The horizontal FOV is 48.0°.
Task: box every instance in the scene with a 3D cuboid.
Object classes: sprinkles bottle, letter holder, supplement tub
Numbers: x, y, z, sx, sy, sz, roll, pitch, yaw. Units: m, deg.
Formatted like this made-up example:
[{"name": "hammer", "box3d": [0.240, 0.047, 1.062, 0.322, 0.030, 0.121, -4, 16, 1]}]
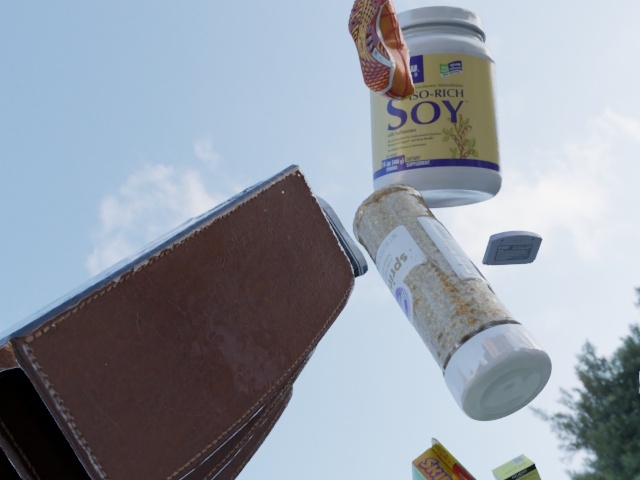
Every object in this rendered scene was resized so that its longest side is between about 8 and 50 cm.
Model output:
[{"name": "sprinkles bottle", "box3d": [0.160, 0.067, 0.955, 0.121, 0.355, 0.121, -12, -49, -15]}, {"name": "letter holder", "box3d": [-0.094, 0.106, 0.550, 0.152, 0.302, 0.215, -23, -80, 37]}, {"name": "supplement tub", "box3d": [0.212, -0.239, 1.347, 0.240, 0.241, 0.332, 1, -97, -20]}]

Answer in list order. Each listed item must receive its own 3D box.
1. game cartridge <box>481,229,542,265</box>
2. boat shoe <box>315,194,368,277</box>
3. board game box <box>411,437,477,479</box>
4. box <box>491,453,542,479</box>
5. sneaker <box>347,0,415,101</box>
[{"name": "game cartridge", "box3d": [0.281, 0.011, 1.050, 0.083, 0.017, 0.056, -2, -50, -15]}, {"name": "boat shoe", "box3d": [0.000, 0.000, 1.227, 0.083, 0.183, 0.065, -25, -33, -18]}, {"name": "board game box", "box3d": [0.143, 0.311, 0.714, 0.039, 0.124, 0.260, -28, -45, -24]}, {"name": "box", "box3d": [0.458, 0.588, 1.555, 0.087, 0.058, 0.232, -26, -82, -7]}, {"name": "sneaker", "box3d": [0.078, -0.250, 0.907, 0.064, 0.175, 0.067, -21, -26, 38]}]
